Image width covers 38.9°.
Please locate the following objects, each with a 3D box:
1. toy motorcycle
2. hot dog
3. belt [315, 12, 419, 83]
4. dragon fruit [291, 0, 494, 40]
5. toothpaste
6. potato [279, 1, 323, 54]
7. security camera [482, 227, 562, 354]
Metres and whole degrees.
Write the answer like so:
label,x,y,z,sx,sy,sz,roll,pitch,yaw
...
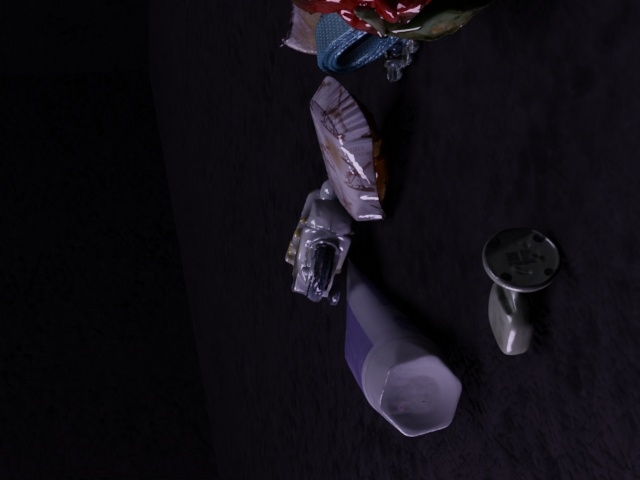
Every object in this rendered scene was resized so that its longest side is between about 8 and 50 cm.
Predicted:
label,x,y,z,sx,sy,sz,roll,pitch,yaw
toy motorcycle,0.000,0.000,1.089,0.228,0.074,0.151,-160,82,-87
hot dog,0.033,-0.091,0.929,0.099,0.053,0.192,48,165,38
belt,0.068,-0.207,0.819,0.179,0.100,0.065,-33,61,56
dragon fruit,0.028,-0.282,0.624,0.234,0.234,0.293,157,98,-74
toothpaste,0.056,0.105,0.946,0.371,0.080,0.125,-143,54,-78
potato,0.036,-0.279,0.901,0.100,0.120,0.261,38,159,13
security camera,0.143,0.041,0.659,0.092,0.058,0.058,84,171,-51
